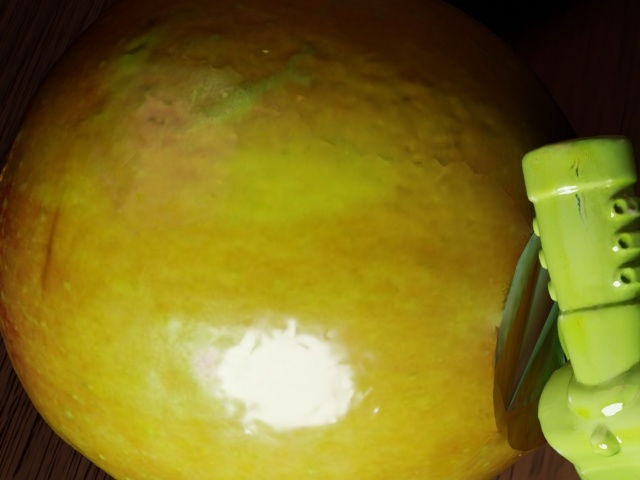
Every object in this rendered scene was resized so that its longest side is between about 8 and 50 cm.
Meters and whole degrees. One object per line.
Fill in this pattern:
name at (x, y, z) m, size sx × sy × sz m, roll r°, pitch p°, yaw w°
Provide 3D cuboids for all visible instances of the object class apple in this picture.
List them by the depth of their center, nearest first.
apple at (0.000, 0.000, 0.929) m, size 0.374 × 0.374 × 0.384 m, roll -28°, pitch 1°, yaw 30°

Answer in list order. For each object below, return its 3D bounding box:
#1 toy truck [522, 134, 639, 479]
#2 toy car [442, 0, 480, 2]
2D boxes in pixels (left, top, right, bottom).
toy truck at (0.178, 0.055, 0.758) m, size 0.148 × 0.211 × 0.187 m, roll -10°, pitch 69°, yaw 44°
toy car at (0.116, -0.266, 1.123) m, size 0.359 × 0.213 × 0.176 m, roll -24°, pitch 77°, yaw 40°
